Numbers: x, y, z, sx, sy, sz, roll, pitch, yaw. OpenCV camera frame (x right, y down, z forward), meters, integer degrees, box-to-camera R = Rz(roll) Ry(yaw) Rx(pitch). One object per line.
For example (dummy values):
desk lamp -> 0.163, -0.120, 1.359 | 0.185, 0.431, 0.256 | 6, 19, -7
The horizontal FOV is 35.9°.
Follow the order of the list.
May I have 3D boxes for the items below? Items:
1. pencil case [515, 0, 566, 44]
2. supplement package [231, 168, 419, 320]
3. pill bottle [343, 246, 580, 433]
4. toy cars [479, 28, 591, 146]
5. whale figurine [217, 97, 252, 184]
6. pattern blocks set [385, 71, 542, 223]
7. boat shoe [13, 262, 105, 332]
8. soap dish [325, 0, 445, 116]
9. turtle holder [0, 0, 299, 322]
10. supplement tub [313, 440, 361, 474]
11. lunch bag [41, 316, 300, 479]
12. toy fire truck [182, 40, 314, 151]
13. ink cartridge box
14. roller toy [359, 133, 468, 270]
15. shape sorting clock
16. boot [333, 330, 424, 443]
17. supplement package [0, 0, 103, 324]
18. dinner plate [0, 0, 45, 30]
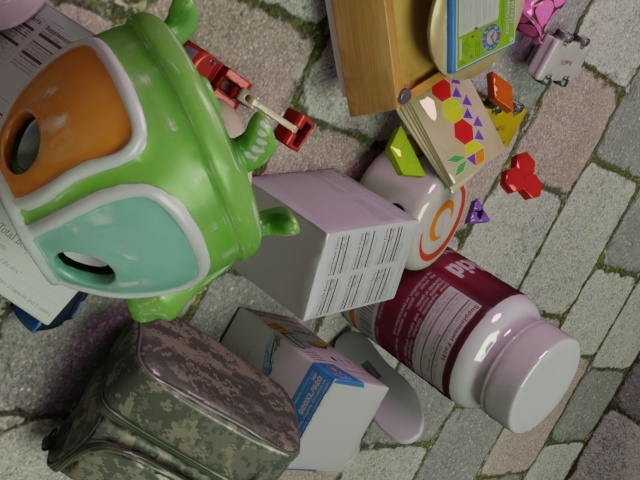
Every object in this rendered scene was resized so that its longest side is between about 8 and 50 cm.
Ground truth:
pencil case -> 0.412, -0.447, 1.726 | 0.098, 0.095, 0.209 | 43, 84, -19
supplement package -> 0.000, 0.000, 1.516 | 0.203, 0.194, 0.149 | -9, 124, -44
pill bottle -> 0.244, 0.152, 1.748 | 0.224, 0.392, 0.224 | -30, 137, -31
toy cars -> 0.358, -0.283, 1.803 | 0.393, 0.087, 0.176 | -43, 154, -22
whale figurine -> -0.190, -0.064, 1.263 | 0.141, 0.216, 0.272 | 0, 146, -29
pattern blocks set -> 0.215, -0.183, 1.599 | 0.285, 0.026, 0.325 | -23, 93, -32
boat shoe -> -0.311, 0.000, 1.262 | 0.089, 0.109, 0.258 | -5, 138, -55
soap dish -> 0.120, -0.345, 1.419 | 0.229, 0.118, 0.291 | -35, 132, -30
turtle holder -> -0.175, -0.059, 0.936 | 0.227, 0.243, 0.320 | -28, 174, -11
supplement tub -> -0.001, 0.330, 1.821 | 0.144, 0.144, 0.200 | -39, 141, -21
lunch bag -> -0.210, 0.287, 1.425 | 0.305, 0.213, 0.256 | 35, 107, -20
toy fire truck -> -0.106, -0.191, 1.293 | 0.047, 0.135, 0.192 | -57, 145, 3
ink cartridge box -> -0.049, 0.244, 1.623 | 0.171, 0.232, 0.168 | 20, 100, -54
roller toy -> 0.144, -0.060, 1.676 | 0.191, 0.146, 0.209 | -57, 153, -12
shape sorting clock -> 0.224, -0.330, 1.412 | 0.206, 0.040, 0.206 | -24, 131, -30
boot -> 0.113, 0.289, 1.829 | 0.095, 0.258, 0.123 | -26, 141, -10
supplement package -> -0.315, -0.093, 1.077 | 0.263, 0.198, 0.199 | -50, 143, -8
dinner plate -> -0.338, -0.283, 0.997 | 0.141, 0.017, 0.141 | -4, 100, -25
